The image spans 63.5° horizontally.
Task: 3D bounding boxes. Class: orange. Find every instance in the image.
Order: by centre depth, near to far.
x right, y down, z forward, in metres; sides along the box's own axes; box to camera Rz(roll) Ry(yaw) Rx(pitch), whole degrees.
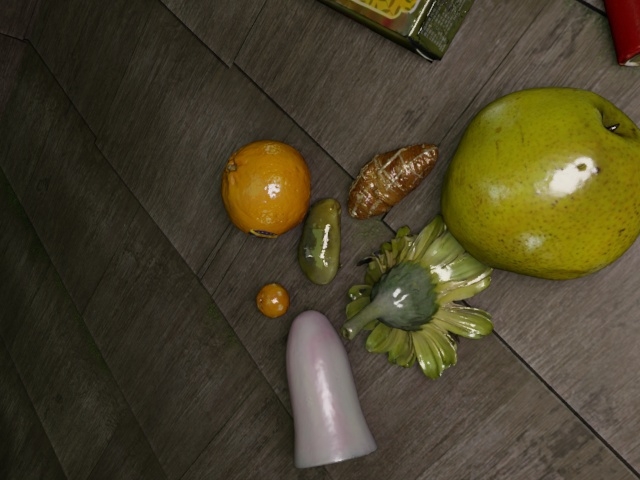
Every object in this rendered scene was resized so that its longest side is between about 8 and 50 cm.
[{"bbox_3d":[-0.120,-0.112,1.126,0.219,0.192,0.220,-162,90,-74],"label":"orange"},{"bbox_3d":[-0.110,0.140,1.199,0.083,0.070,0.084,-1,89,41],"label":"orange"}]

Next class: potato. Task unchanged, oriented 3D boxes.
[{"bbox_3d":[0.000,0.000,1.113,0.105,0.085,0.188,12,92,33],"label":"potato"}]

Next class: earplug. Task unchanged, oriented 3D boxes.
[{"bbox_3d":[0.000,0.294,1.076,0.172,0.172,0.302,-24,69,33],"label":"earplug"}]

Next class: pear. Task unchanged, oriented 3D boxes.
[{"bbox_3d":[0.329,-0.083,0.762,0.294,0.294,0.295,0,90,36],"label":"pear"}]

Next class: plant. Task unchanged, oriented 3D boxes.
[{"bbox_3d":[0.134,0.097,0.955,0.261,0.296,0.306,-127,40,-58],"label":"plant"}]

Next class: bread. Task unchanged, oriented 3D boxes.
[{"bbox_3d":[0.128,-0.121,1.026,0.233,0.076,0.105,-36,71,29],"label":"bread"}]

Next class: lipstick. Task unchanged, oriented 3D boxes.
[{"bbox_3d":[0.462,-0.386,0.780,0.080,0.080,0.241,-15,80,35],"label":"lipstick"}]

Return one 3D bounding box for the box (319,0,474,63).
[{"bbox_3d":[0.163,-0.610,0.964,0.373,0.138,0.420,41,112,29],"label":"box"}]
